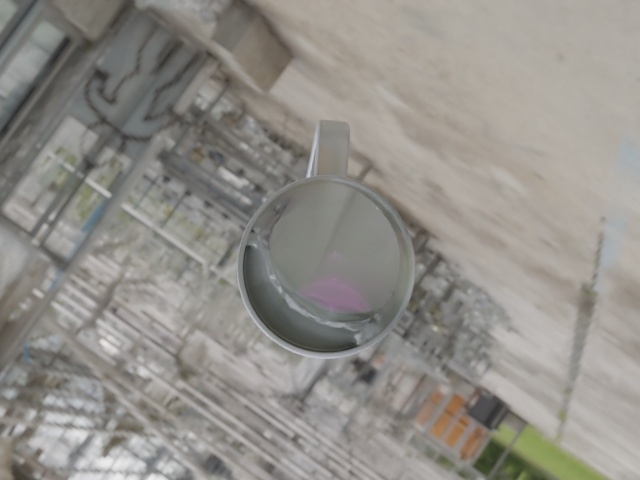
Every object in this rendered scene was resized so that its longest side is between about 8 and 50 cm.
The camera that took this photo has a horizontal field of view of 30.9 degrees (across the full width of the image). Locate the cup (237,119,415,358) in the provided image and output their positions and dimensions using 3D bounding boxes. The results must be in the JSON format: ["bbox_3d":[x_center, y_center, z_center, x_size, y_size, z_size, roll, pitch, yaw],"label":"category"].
[{"bbox_3d":[0.000,0.000,0.531,0.074,0.104,0.116,2,176,-3],"label":"cup"}]
